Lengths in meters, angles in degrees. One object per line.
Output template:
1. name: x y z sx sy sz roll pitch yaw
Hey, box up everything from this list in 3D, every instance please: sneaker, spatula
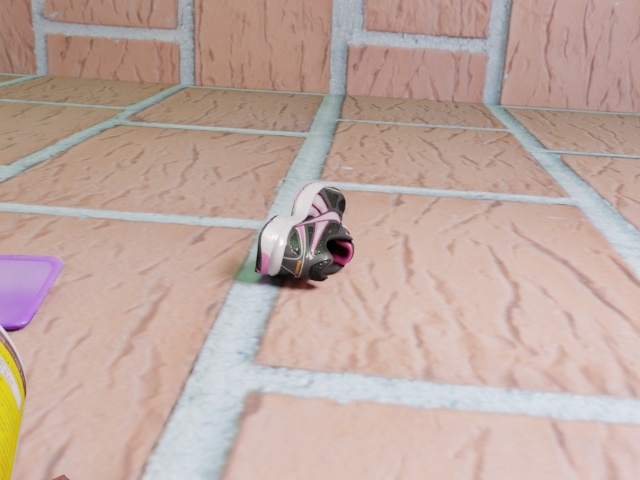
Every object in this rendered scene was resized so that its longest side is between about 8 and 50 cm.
1. sneaker: 0.000 0.000 0.756 0.077 0.071 0.178 20 30 11
2. spatula: -0.268 0.073 0.524 0.084 0.030 0.296 3 19 2

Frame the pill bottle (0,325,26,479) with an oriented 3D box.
1. pill bottle: -0.186 0.107 0.300 0.117 0.117 0.215 -2 19 -16

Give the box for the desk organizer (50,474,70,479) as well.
1. desk organizer: -0.071 0.143 0.324 0.130 0.047 0.050 17 21 35
